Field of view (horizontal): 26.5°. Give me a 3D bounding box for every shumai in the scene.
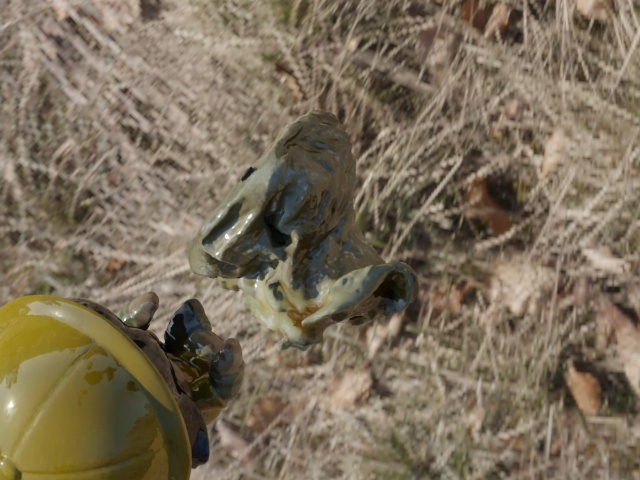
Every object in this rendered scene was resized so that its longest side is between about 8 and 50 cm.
[{"bbox_3d":[0.000,0.000,1.719,0.262,0.314,0.267,40,98,-5],"label":"shumai"}]

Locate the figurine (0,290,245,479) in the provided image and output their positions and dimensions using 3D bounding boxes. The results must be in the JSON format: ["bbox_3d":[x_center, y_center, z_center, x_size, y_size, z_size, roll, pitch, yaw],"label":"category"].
[{"bbox_3d":[-0.156,0.125,1.038,0.192,0.257,0.167,12,94,22],"label":"figurine"}]
